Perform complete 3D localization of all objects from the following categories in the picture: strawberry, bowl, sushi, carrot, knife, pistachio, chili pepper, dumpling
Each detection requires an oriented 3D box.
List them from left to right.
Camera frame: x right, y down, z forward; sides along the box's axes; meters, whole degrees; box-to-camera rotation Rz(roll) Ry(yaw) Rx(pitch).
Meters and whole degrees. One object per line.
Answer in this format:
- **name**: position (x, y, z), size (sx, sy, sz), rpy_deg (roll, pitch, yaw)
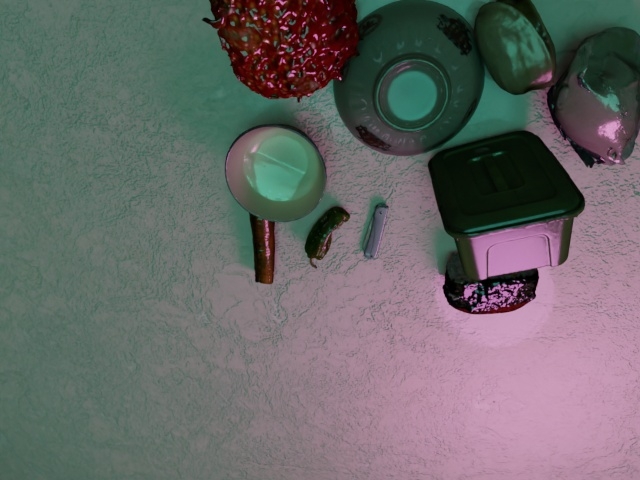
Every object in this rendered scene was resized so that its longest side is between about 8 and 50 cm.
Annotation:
- **carrot**: position (-0.153, 0.004, 1.220), size (0.070, 0.070, 0.260), rpy_deg (4, 121, 4)
- **strawberry**: position (-0.090, -0.409, 0.822), size (0.292, 0.343, 0.292), rpy_deg (-1, 88, 27)
- **bowl**: position (-0.097, -0.172, 1.083), size (0.237, 0.126, 0.238), rpy_deg (2, 118, 5)
- **chili pepper**: position (0.001, 0.002, 1.195), size (0.073, 0.072, 0.204), rpy_deg (26, 117, -10)
- **knife**: position (0.142, -0.021, 1.196), size (0.044, 0.023, 0.162), rpy_deg (13, 119, 4)
- **bowl**: position (0.186, -0.317, 0.958), size (0.337, 0.157, 0.337), rpy_deg (3, 119, 6)
- **sushi**: position (0.434, 0.107, 1.169), size (0.225, 0.136, 0.126), rpy_deg (1, 127, 1)
- **pistachio**: position (0.393, -0.390, 0.912), size (0.129, 0.131, 0.206), rpy_deg (-43, 111, -21)
- **dumpling**: position (0.577, -0.293, 0.943), size (0.163, 0.204, 0.293), rpy_deg (-7, 136, 46)

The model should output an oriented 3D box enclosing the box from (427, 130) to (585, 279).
- **box**: position (0.384, -0.078, 0.981), size (0.252, 0.329, 0.178), rpy_deg (-13, 128, 15)
